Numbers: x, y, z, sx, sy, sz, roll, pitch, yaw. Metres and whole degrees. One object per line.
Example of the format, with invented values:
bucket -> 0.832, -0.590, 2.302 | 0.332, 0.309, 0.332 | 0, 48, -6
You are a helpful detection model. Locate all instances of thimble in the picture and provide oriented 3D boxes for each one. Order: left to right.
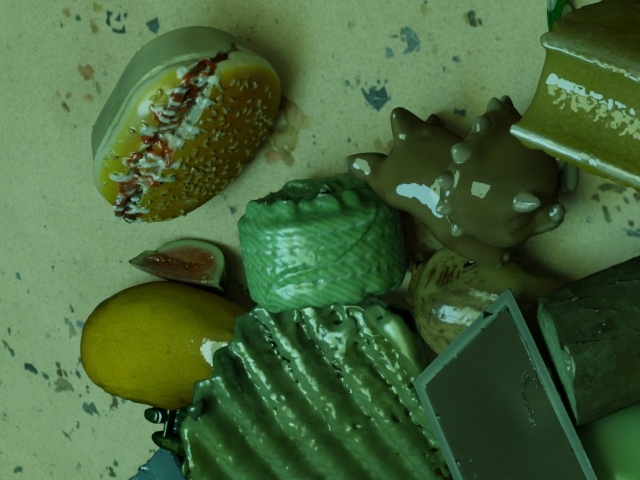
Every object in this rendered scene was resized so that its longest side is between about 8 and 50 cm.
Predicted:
thimble -> 0.000, 0.000, 1.937 | 0.219, 0.219, 0.150 | -4, 100, 35

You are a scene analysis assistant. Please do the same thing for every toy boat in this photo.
toy boat -> -0.165, 0.276, 2.222 | 0.210, 0.052, 0.104 | 15, 96, 31

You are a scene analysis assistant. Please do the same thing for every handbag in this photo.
handbag -> -0.248, 0.417, 2.325 | 0.144, 0.057, 0.221 | 54, 126, 14

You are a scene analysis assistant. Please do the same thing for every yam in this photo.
yam -> 0.372, 0.091, 1.687 | 0.161, 0.268, 0.161 | 159, 90, -80

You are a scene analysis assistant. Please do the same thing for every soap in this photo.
soap -> 0.402, -0.127, 1.570 | 0.335, 0.293, 0.156 | 27, 115, 26

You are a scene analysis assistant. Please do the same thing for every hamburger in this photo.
hamburger -> -0.178, -0.142, 2.006 | 0.151, 0.227, 0.295 | 57, 130, 34

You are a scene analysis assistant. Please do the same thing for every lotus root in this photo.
lotus root -> 0.207, 0.081, 1.860 | 0.257, 0.140, 0.154 | 11, 117, 29

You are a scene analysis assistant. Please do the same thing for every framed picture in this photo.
framed picture -> 0.213, 0.223, 1.749 | 0.216, 0.016, 0.273 | -50, 51, 42

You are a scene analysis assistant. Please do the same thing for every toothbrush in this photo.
toothbrush -> 0.283, -0.258, 1.763 | 0.040, 0.042, 0.418 | 15, 115, 40

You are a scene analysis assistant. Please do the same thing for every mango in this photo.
mango -> -0.210, 0.147, 2.153 | 0.359, 0.144, 0.187 | -10, 98, 41

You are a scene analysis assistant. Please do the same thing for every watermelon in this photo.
watermelon -> -0.181, 0.032, 2.154 | 0.163, 0.087, 0.069 | 13, 79, 30

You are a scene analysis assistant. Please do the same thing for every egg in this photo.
egg -> 0.344, 0.276, 1.771 | 0.270, 0.220, 0.220 | -26, 89, 46

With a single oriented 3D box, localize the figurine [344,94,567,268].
figurine -> 0.175, -0.092, 1.789 | 0.247, 0.177, 0.173 | 47, 151, 26

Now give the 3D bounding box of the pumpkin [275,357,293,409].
pumpkin -> -0.070, 0.198, 2.136 | 0.083, 0.054, 0.074 | 31, 118, 48

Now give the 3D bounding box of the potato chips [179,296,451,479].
potato chips -> 0.002, 0.264, 2.008 | 0.373, 0.097, 0.389 | -14, 105, 5
